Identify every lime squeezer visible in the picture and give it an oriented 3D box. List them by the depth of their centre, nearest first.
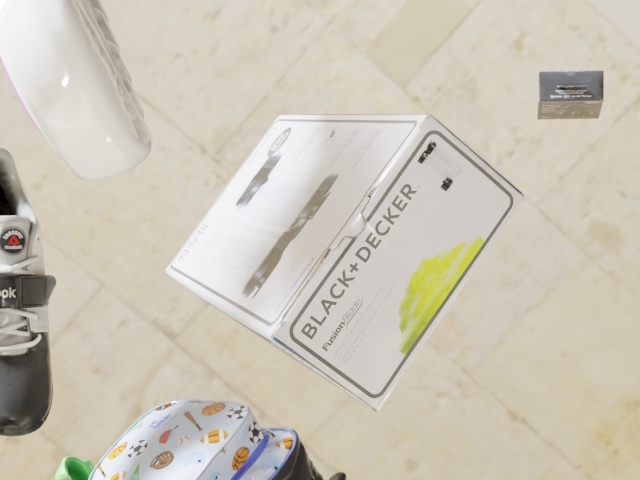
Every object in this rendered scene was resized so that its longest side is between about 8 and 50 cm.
[{"bbox_3d":[-0.324,0.298,1.367,0.310,0.109,0.059,139,122,-67],"label":"lime squeezer"}]

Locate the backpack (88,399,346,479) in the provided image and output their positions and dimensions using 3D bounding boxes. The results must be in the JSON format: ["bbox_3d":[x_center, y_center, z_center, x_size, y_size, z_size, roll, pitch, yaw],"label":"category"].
[{"bbox_3d":[-0.157,0.317,1.322,0.276,0.263,0.213,-42,-69,-41],"label":"backpack"}]

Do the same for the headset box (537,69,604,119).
[{"bbox_3d":[0.242,-0.141,1.088,0.062,0.032,0.083,0,174,10],"label":"headset box"}]

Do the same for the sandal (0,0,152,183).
[{"bbox_3d":[-0.206,-0.184,0.650,0.416,0.102,0.169,61,176,43],"label":"sandal"}]

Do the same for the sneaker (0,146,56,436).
[{"bbox_3d":[-0.357,0.046,1.227,0.122,0.146,0.331,-5,-118,-27],"label":"sneaker"}]

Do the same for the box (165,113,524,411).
[{"bbox_3d":[0.000,0.000,0.796,0.087,0.169,0.290,38,172,-19],"label":"box"}]
